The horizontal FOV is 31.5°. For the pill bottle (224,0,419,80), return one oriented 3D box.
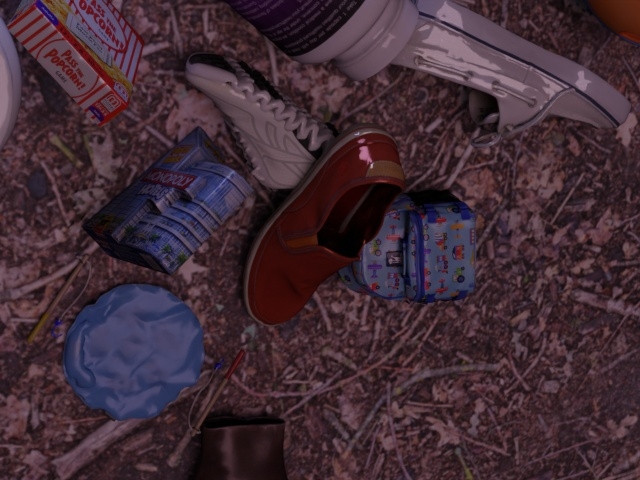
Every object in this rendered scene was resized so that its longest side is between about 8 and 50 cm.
[{"bbox_3d":[-0.036,-0.336,1.350,0.323,0.181,0.181,38,89,-27],"label":"pill bottle"}]

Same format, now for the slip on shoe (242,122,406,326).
[{"bbox_3d":[0.000,0.000,1.458,0.123,0.101,0.331,12,128,-35],"label":"slip on shoe"}]

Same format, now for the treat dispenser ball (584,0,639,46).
[{"bbox_3d":[0.472,-0.390,1.480,0.288,0.288,0.288,-6,108,-20],"label":"treat dispenser ball"}]

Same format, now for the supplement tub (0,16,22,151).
[{"bbox_3d":[-0.433,-0.173,1.157,0.235,0.325,0.235,-6,107,-20],"label":"supplement tub"}]

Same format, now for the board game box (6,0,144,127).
[{"bbox_3d":[-0.271,-0.231,1.279,0.045,0.193,0.147,-33,118,16],"label":"board game box"}]

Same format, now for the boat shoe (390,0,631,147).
[{"bbox_3d":[0.245,-0.196,1.532,0.367,0.136,0.156,22,96,-23],"label":"boat shoe"}]

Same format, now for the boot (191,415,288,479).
[{"bbox_3d":[-0.064,0.351,1.592,0.248,0.090,0.207,6,105,-20],"label":"boot"}]

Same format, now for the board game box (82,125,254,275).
[{"bbox_3d":[-0.175,-0.056,1.396,0.194,0.194,0.060,-49,118,-18],"label":"board game box"}]

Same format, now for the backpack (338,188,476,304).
[{"bbox_3d":[0.114,0.012,1.551,0.173,0.117,0.158,-3,106,-18],"label":"backpack"}]

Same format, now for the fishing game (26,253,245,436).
[{"bbox_3d":[-0.244,0.147,1.489,0.264,0.041,0.189,30,92,-18],"label":"fishing game"}]

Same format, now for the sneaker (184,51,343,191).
[{"bbox_3d":[-0.064,-0.131,1.443,0.292,0.110,0.118,34,103,-31],"label":"sneaker"}]
